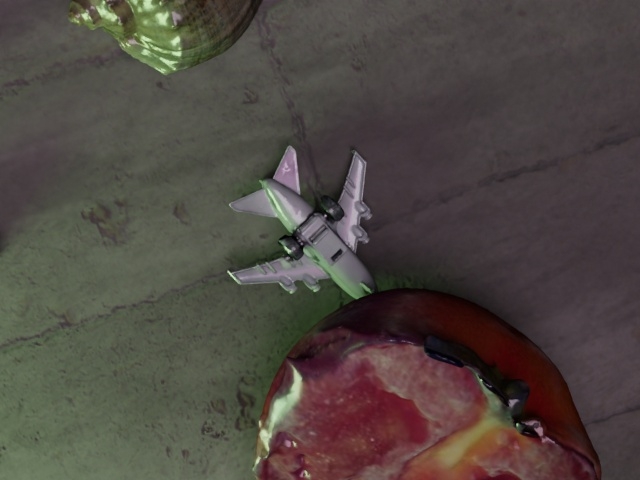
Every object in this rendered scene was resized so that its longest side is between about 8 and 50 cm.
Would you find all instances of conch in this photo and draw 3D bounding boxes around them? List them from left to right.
[{"bbox_3d":[-0.118,-0.219,1.181,0.207,0.130,0.155,-30,146,-21],"label":"conch"}]

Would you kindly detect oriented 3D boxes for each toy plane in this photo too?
[{"bbox_3d":[0.000,0.000,1.275,0.162,0.065,0.171,-45,104,-5],"label":"toy plane"}]

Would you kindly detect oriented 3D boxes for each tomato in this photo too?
[{"bbox_3d":[0.087,0.172,1.289,0.335,0.176,0.290,36,122,-20],"label":"tomato"}]
